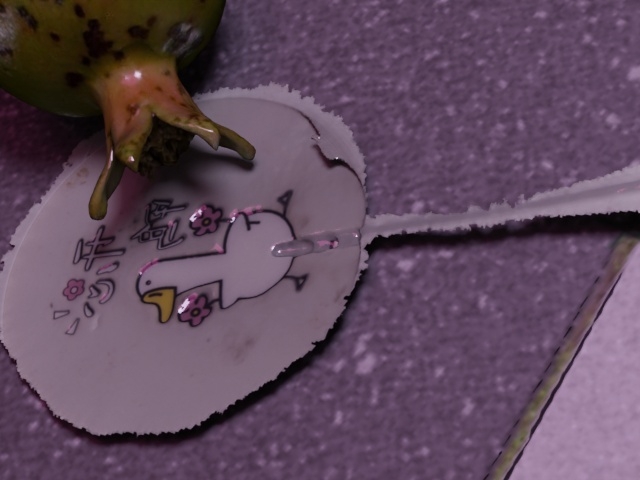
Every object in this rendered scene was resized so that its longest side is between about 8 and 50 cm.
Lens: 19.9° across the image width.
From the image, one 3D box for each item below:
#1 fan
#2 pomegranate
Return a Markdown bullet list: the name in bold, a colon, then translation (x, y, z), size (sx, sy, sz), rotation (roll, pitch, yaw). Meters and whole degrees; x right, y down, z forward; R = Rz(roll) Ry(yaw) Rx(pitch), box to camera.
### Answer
- **fan**: translation (0.000, 0.000, 0.992), size (0.415, 0.012, 0.233), rotation (-6, 56, 24)
- **pomegranate**: translation (-0.125, -0.121, 1.042), size (0.156, 0.156, 0.220), rotation (-24, 50, 8)
